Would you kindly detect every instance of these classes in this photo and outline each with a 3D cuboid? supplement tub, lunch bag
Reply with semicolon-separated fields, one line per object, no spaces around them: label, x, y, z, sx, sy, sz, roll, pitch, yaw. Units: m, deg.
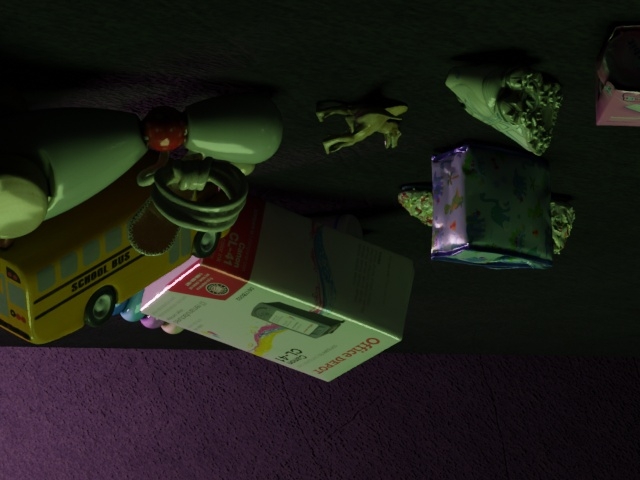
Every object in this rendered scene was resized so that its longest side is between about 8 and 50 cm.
supplement tub;0.000;0.000;2.013;0.107;0.071;0.071;-3;169;26
lunch bag;0.205;-0.036;1.635;0.151;0.129;0.096;6;170;-29

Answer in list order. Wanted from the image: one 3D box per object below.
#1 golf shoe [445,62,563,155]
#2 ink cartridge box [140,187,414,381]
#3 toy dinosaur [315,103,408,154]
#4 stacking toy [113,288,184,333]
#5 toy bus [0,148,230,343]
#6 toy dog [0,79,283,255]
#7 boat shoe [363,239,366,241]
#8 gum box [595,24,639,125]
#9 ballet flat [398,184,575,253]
golf shoe;0.176;-0.134;1.354;0.086;0.069;0.176;19;175;26
ink cartridge box;-0.059;0.063;1.937;0.306;0.131;0.226;23;150;-19
toy dinosaur;0.044;-0.124;1.451;0.092;0.053;0.183;-15;175;4
stacking toy;-0.364;0.057;2.230;0.330;0.141;0.141;10;167;-21
toy bus;-0.241;-0.005;1.601;0.108;0.130;0.332;23;-142;30
toy dog;-0.214;-0.060;1.417;0.333;0.220;0.161;9;136;3
boat shoe;0.002;0.060;2.227;0.091;0.109;0.305;9;164;-15
gum box;0.330;-0.141;1.236;0.188;0.062;0.107;1;169;3
ballet flat;0.217;-0.025;1.834;0.241;0.077;0.091;4;170;-12
